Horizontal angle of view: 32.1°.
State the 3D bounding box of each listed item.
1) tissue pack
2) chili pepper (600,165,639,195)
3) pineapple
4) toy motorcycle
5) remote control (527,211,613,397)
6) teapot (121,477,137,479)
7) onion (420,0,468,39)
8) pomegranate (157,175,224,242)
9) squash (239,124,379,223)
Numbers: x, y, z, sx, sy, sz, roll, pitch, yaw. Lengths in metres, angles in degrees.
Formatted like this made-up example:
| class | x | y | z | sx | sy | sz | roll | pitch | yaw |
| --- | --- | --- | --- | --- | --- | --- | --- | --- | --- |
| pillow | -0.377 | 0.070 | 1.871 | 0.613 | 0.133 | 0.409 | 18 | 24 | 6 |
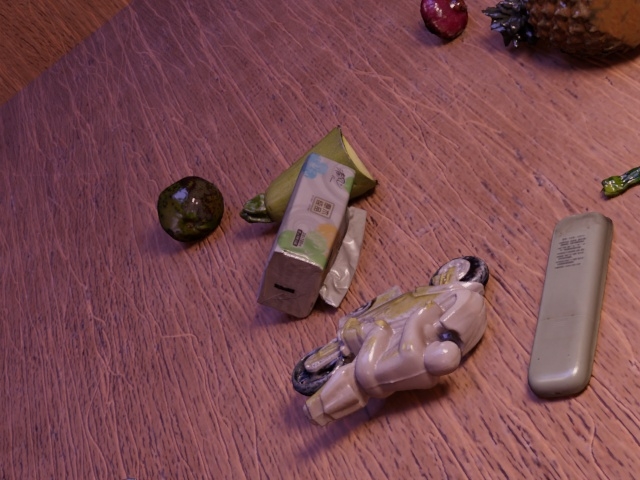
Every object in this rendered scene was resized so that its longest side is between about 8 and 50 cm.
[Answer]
| class | x | y | z | sx | sy | sz | roll | pitch | yaw |
| --- | --- | --- | --- | --- | --- | --- | --- | --- | --- |
| tissue pack | 0.000 | 0.000 | 1.870 | 0.159 | 0.145 | 0.229 | 110 | 179 | -50 |
| chili pepper | 0.451 | -0.089 | 1.622 | 0.091 | 0.034 | 0.030 | -24 | 69 | 22 |
| pineapple | 0.420 | -0.408 | 1.901 | 0.202 | 0.202 | 0.362 | -50 | 23 | -16 |
| toy motorcycle | 0.116 | 0.148 | 1.595 | 0.341 | 0.108 | 0.223 | -32 | 27 | 0 |
| remote control | 0.341 | 0.079 | 1.514 | 0.090 | 0.038 | 0.309 | -13 | 42 | 34 |
| teapot | -0.297 | 0.432 | 1.702 | 0.111 | 0.149 | 0.108 | 11 | 29 | 5 |
| onion | 0.246 | -0.450 | 2.187 | 0.097 | 0.107 | 0.107 | -22 | 36 | 43 |
| pomegranate | -0.249 | -0.061 | 2.231 | 0.138 | 0.163 | 0.125 | -43 | 69 | 22 |
| squash | -0.019 | -0.094 | 2.042 | 0.287 | 0.137 | 0.137 | -34 | 31 | 33 |
